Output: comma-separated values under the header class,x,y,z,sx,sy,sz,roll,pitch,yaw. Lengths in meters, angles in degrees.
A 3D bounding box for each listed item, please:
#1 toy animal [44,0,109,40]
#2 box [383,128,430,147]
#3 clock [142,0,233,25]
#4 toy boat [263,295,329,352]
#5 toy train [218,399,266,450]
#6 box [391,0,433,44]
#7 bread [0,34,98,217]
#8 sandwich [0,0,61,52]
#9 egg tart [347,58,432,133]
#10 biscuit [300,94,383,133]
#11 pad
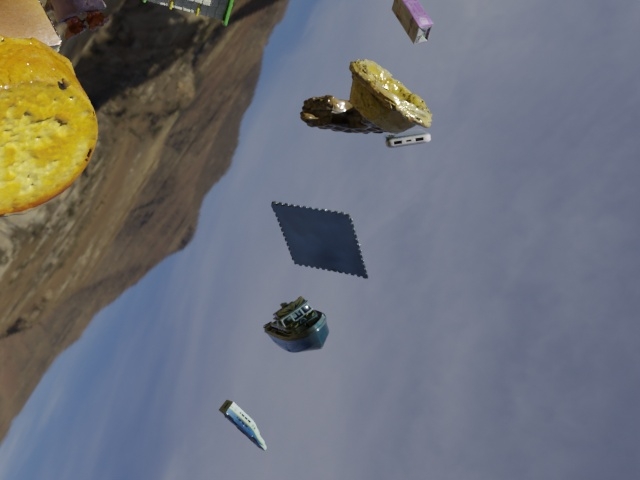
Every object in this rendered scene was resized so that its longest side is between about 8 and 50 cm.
class,x,y,z,sx,sy,sz,roll,pitch,yaw
toy animal,-0.730,-0.745,2.032,0.195,0.281,0.169,-21,-145,2
box,0.280,-0.336,2.319,0.285,0.142,0.044,-76,159,-78
clock,-0.354,-0.731,1.919,0.106,0.255,0.220,-110,-146,-50
toy boat,-0.053,0.198,1.645,0.114,0.122,0.296,-34,-174,-16
toy train,-0.249,0.628,2.381,0.052,0.234,0.051,2,-132,51
box,0.190,-0.465,1.461,0.051,0.036,0.117,105,-33,-56
bread,-0.651,-0.225,1.438,0.398,0.215,0.398,-37,153,-22
sandwich,-0.761,-0.525,1.695,0.186,0.220,0.108,-30,-177,-32
egg tart,0.174,-0.369,1.868,0.118,0.288,0.288,-54,-163,18
biscuit,0.126,-0.428,2.371,0.366,0.268,0.115,7,-89,47
pad,0.000,0.000,2.059,0.269,0.269,0.012,11,-131,27
